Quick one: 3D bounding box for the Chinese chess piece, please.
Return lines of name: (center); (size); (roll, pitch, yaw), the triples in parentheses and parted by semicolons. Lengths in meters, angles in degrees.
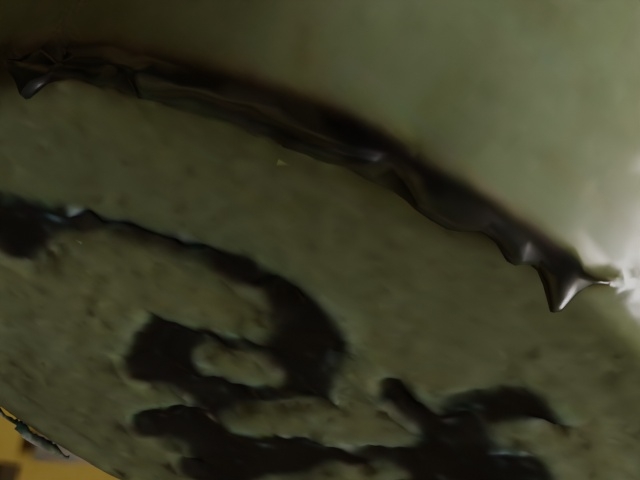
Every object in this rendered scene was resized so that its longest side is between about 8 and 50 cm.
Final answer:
Chinese chess piece: (0.000, 0.000, 0.555); (0.349, 0.349, 0.146); (-39, -157, 58)
